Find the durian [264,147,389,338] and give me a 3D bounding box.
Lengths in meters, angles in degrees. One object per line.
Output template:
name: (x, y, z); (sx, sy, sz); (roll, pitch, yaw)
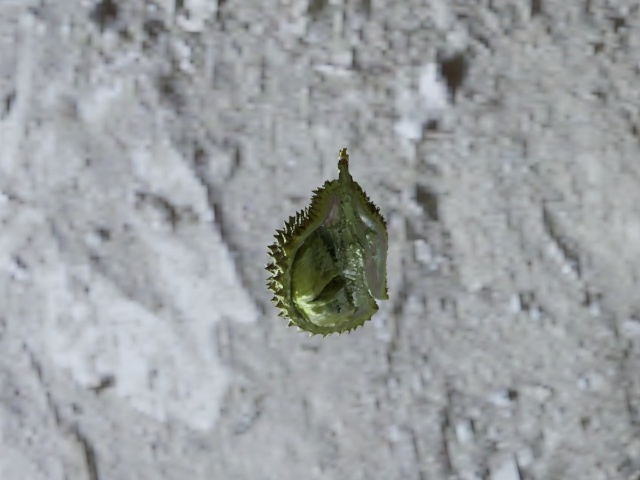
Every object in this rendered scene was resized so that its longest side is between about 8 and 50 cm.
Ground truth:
durian: (0.000, 0.000, 1.981); (0.102, 0.146, 0.208); (33, 127, 40)
